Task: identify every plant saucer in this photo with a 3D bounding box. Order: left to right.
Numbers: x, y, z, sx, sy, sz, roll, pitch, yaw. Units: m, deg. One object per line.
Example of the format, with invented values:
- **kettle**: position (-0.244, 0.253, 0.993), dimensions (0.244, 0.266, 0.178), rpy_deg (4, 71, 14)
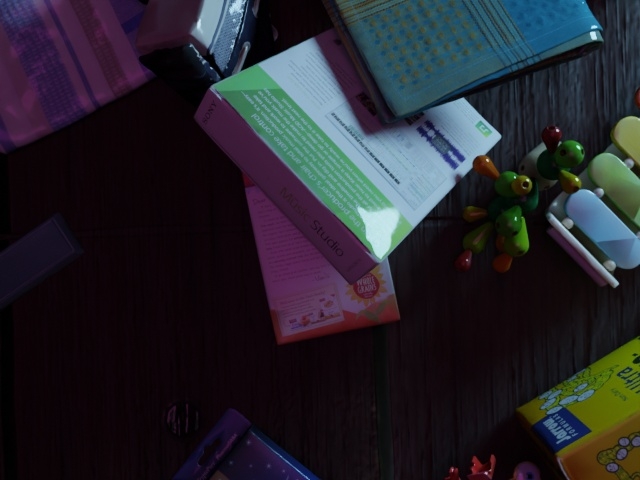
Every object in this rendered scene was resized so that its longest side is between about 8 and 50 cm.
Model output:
- **plant saucer**: position (-0.411, 0.042, 0.894), dimensions (0.192, 0.018, 0.067), rpy_deg (-34, 88, 4)

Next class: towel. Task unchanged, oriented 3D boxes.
- **towel**: position (-0.345, -0.263, 0.882), dimensions (0.285, 0.034, 0.209), rpy_deg (-26, 89, 3)
- **towel**: position (0.122, -0.325, 0.773), dimensions (0.271, 0.040, 0.370), rpy_deg (-21, 71, -8)

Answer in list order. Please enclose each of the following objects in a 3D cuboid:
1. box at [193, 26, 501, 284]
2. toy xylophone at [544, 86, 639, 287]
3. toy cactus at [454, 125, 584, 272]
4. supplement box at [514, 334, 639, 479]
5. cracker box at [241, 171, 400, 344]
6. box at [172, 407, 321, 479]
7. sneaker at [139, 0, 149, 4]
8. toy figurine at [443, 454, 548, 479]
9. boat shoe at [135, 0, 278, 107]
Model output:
- **box**: position (0.049, -0.124, 0.743), dimensions (0.232, 0.322, 0.058), rpy_deg (47, 135, 3)
- **toy xylophone**: position (0.436, -0.069, 0.812), dimensions (0.236, 0.081, 0.323), rpy_deg (38, 92, 2)
- **toy cactus**: position (0.237, -0.065, 0.798), dimensions (0.112, 0.219, 0.180), rpy_deg (33, 51, 12)
- **supplement box**: position (0.438, 0.205, 0.755), dimensions (0.356, 0.194, 0.195), rpy_deg (-32, 88, 3)
- **cracker box**: position (0.000, 0.000, 0.845), dimensions (0.155, 0.067, 0.232), rpy_deg (-12, 90, 2)
- **box**: position (-0.073, 0.339, 0.866), dimensions (0.225, 0.036, 0.136), rpy_deg (38, 92, 4)
- **sneaker**: position (-0.221, -0.362, 0.842), dimensions (0.058, 0.084, 0.152), rpy_deg (-19, 90, 32)
- **toy figurine**: position (0.225, 0.450, 0.729), dimensions (0.191, 0.217, 0.363), rpy_deg (-34, 91, 28)
- **boat shoe**: position (-0.113, -0.305, 0.836), dimensions (0.127, 0.158, 0.341), rpy_deg (-1, 63, 29)
